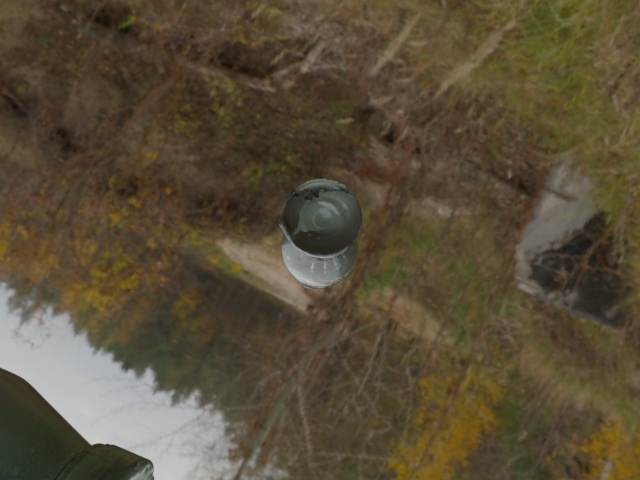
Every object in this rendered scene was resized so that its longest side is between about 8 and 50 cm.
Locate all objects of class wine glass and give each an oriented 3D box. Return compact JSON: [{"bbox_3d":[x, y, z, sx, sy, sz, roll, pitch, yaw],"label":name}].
[{"bbox_3d":[0.000,0.000,1.283,0.127,0.126,0.241,26,166,6],"label":"wine glass"}]

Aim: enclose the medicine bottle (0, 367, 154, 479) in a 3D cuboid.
[{"bbox_3d":[-0.312,0.223,0.693,0.290,0.244,0.245,22,172,7],"label":"medicine bottle"}]
